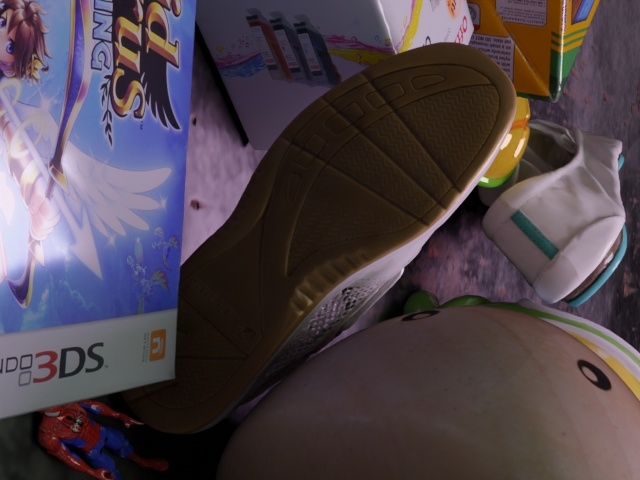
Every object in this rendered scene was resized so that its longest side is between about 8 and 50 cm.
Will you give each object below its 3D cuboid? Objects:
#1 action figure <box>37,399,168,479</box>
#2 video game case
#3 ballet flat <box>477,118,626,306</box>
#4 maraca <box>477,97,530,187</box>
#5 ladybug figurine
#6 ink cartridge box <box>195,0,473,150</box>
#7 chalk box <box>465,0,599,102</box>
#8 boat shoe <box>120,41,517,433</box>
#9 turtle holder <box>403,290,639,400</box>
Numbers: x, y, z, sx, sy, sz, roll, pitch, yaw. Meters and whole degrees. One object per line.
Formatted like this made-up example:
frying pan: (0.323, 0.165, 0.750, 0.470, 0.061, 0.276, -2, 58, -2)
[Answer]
action figure: (-0.116, 0.107, 0.620, 0.115, 0.030, 0.038, 52, 52, -50)
video game case: (-0.143, -0.059, 0.500, 0.244, 0.061, 0.269, -4, 99, -64)
ballet flat: (0.220, -0.055, 1.137, 0.400, 0.139, 0.139, -54, 141, -71)
maraca: (0.105, -0.125, 0.968, 0.185, 0.099, 0.127, 48, 41, -19)
ladybug figurine: (0.095, 0.191, 0.720, 0.162, 0.305, 0.449, -58, 159, -34)
ink cartridge box: (0.005, -0.159, 0.724, 0.176, 0.127, 0.128, 67, 36, -42)
chalk box: (0.129, -0.265, 0.877, 0.289, 0.180, 0.179, -58, 152, -43)
boat shoe: (0.000, 0.000, 0.679, 0.277, 0.098, 0.096, -43, 163, 0)
turtle holder: (0.175, 0.146, 0.978, 0.243, 0.228, 0.320, -61, 143, -41)
